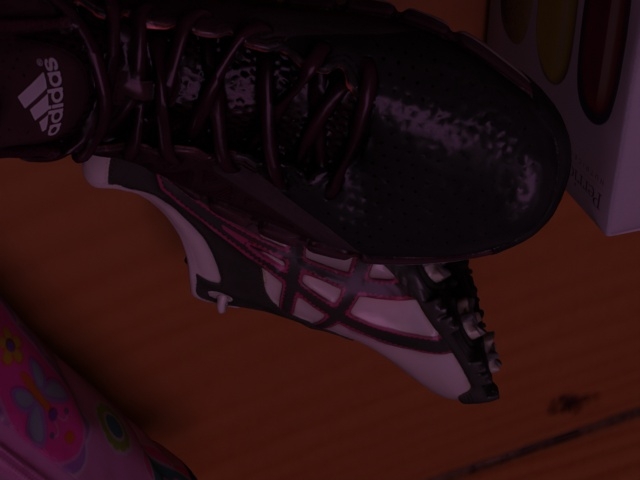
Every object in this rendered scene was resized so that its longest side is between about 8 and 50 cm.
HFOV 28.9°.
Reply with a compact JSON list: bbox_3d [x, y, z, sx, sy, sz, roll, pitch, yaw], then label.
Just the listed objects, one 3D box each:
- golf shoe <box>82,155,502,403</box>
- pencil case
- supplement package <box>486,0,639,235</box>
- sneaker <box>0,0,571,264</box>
[{"bbox_3d":[0.000,0.000,0.638,0.120,0.105,0.273,-27,126,19],"label":"golf shoe"},{"bbox_3d":[-0.171,0.092,0.606,0.124,0.124,0.284,-34,128,5],"label":"pencil case"},{"bbox_3d":[0.168,-0.146,0.555,0.134,0.139,0.244,-12,128,-15],"label":"supplement package"},{"bbox_3d":[-0.054,-0.043,0.446,0.281,0.162,0.106,18,109,10],"label":"sneaker"}]
